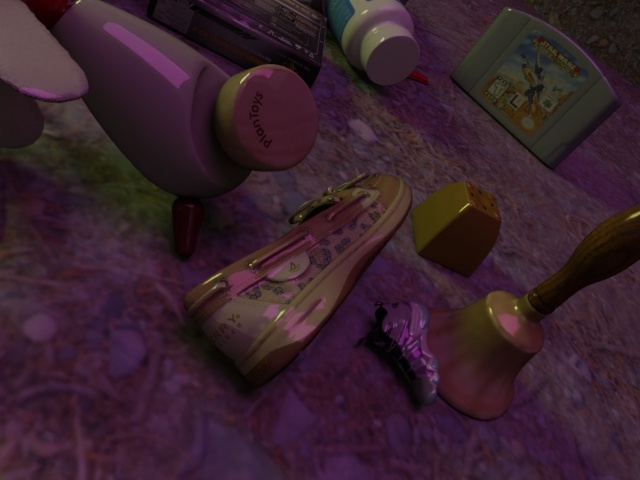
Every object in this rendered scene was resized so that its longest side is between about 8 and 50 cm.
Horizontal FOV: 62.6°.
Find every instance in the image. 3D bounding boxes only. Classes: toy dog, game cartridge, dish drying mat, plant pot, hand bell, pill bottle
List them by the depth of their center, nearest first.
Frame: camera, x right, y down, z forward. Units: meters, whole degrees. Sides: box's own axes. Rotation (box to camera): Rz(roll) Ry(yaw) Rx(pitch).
[{"bbox_3d":[-0.171,-0.096,0.390,0.333,0.220,0.161,19,79,-18],"label":"toy dog"},{"bbox_3d":[0.201,0.046,0.464,0.126,0.242,0.126,21,40,-19],"label":"hand bell"},{"bbox_3d":[0.170,-0.022,0.640,0.081,0.083,0.082,24,41,-17],"label":"plant pot"},{"bbox_3d":[0.083,-0.366,0.893,0.124,0.124,0.222,8,47,-33],"label":"pill bottle"},{"bbox_3d":[0.174,-0.321,1.012,0.083,0.008,0.032,7,46,-33],"label":"dish drying mat"},{"bbox_3d":[0.429,-0.315,1.053,0.297,0.198,0.062,47,39,13],"label":"game cartridge"}]

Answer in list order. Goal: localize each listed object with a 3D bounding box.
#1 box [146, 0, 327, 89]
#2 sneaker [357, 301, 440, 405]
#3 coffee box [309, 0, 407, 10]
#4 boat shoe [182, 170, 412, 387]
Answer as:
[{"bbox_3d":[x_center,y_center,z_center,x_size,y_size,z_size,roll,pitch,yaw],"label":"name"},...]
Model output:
[{"bbox_3d":[-0.105,-0.318,0.748,0.231,0.056,0.183,24,39,-18],"label":"box"},{"bbox_3d":[0.067,0.100,0.476,0.069,0.038,0.098,7,51,-15],"label":"sneaker"},{"bbox_3d":[0.066,-0.559,1.080,0.168,0.119,0.297,17,42,-23],"label":"coffee box"},{"bbox_3d":[0.000,0.000,0.465,0.089,0.104,0.285,41,38,1],"label":"boat shoe"}]
